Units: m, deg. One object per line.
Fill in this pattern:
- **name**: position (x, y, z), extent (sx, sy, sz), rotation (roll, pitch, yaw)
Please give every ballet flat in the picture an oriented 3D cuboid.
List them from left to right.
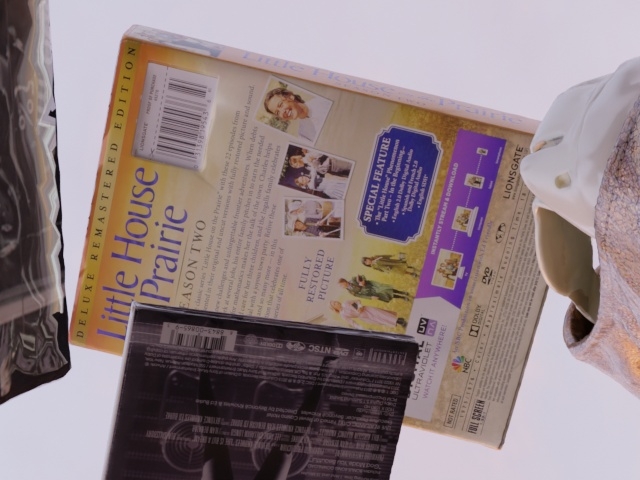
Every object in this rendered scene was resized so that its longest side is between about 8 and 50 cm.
- **ballet flat**: position (0.137, -0.009, 0.689), extent (0.107, 0.106, 0.316), rotation (-54, -20, -20)

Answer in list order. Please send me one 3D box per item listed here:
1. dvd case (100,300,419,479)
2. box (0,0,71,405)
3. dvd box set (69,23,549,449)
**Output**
- **dvd case**: position (-0.044, 0.149, 0.926), extent (0.165, 0.018, 0.221), rotation (8, -77, -16)
- **box**: position (-0.325, -0.136, 0.527), extent (0.472, 0.297, 0.479), rotation (-27, -64, -70)
- **dvd box set**: position (0.000, 0.000, 1.480), extent (0.062, 0.420, 0.307), rotation (-72, -5, -70)
